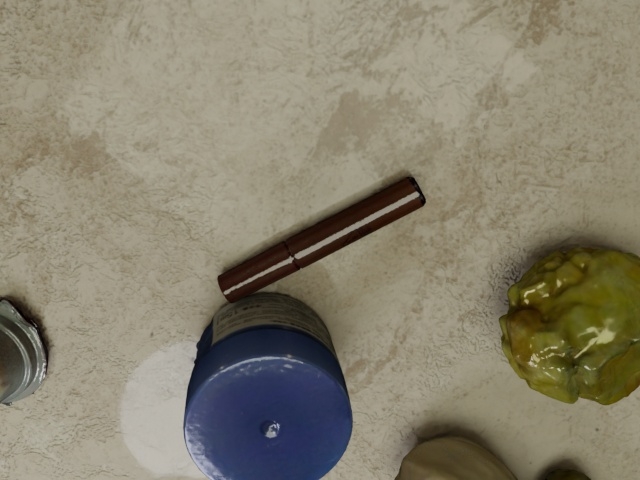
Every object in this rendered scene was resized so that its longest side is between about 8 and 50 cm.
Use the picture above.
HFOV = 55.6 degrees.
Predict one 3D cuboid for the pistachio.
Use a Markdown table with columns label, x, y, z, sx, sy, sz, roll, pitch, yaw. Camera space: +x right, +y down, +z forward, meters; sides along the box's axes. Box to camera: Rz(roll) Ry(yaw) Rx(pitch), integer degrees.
| label | x | y | z | sx | sy | sz | roll | pitch | yaw |
| --- | --- | --- | --- | --- | --- | --- | --- | --- | --- |
| pistachio | 0.280 | 0.482 | 1.083 | 0.332 | 0.226 | 0.207 | 39 | 64 | -7 |

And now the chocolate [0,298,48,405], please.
| label | x | y | z | sx | sy | sz | roll | pitch | yaw |
| --- | --- | --- | --- | --- | --- | --- | --- | --- | --- |
| chocolate | -0.562 | 0.207 | 0.986 | 0.222 | 0.147 | 0.221 | -1 | 106 | -3 |

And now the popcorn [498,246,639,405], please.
| label | x | y | z | sx | sy | sz | roll | pitch | yaw |
| --- | --- | --- | --- | --- | --- | --- | --- | --- | --- |
| popcorn | 0.430 | 0.134 | 0.960 | 0.287 | 0.215 | 0.252 | -28 | 102 | 4 |

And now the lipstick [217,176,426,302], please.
| label | x | y | z | sx | sy | sz | roll | pitch | yaw |
| --- | --- | --- | --- | --- | --- | --- | --- | --- | --- |
| lipstick | 0.000 | 0.000 | 0.976 | 0.357 | 0.057 | 0.057 | -26 | 109 | 8 |

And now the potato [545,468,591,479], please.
| label | x | y | z | sx | sy | sz | roll | pitch | yaw |
| --- | --- | --- | --- | --- | --- | --- | --- | --- | --- |
| potato | 0.479 | 0.530 | 1.149 | 0.157 | 0.157 | 0.193 | -8 | 88 | 1 |

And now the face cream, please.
| label | x | y | z | sx | sy | sz | roll | pitch | yaw |
| --- | --- | --- | --- | --- | --- | --- | --- | --- | --- |
| face cream | -0.084 | 0.235 | 0.971 | 0.249 | 0.225 | 0.248 | -2 | 109 | -5 |
